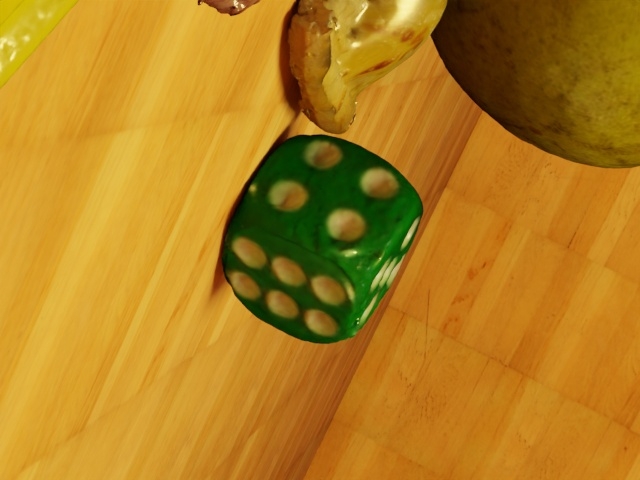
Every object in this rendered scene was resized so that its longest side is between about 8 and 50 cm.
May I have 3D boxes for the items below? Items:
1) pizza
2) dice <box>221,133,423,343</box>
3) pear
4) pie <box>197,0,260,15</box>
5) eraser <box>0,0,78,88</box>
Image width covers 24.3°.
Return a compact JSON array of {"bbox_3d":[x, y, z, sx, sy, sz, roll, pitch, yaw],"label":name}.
[{"bbox_3d":[0.043,-0.172,1.116,0.188,0.081,0.204,-63,170,1],"label":"pizza"},{"bbox_3d":[0.000,0.000,1.211,0.120,0.128,0.131,-55,169,-37],"label":"dice"},{"bbox_3d":[0.242,-0.241,1.251,0.352,0.352,0.413,-59,175,-24],"label":"pear"},{"bbox_3d":[-0.007,-0.160,0.475,0.182,0.050,0.182,-61,169,-20],"label":"pie"},{"bbox_3d":[-0.075,-0.163,0.457,0.226,0.069,0.158,-57,171,-33],"label":"eraser"}]
